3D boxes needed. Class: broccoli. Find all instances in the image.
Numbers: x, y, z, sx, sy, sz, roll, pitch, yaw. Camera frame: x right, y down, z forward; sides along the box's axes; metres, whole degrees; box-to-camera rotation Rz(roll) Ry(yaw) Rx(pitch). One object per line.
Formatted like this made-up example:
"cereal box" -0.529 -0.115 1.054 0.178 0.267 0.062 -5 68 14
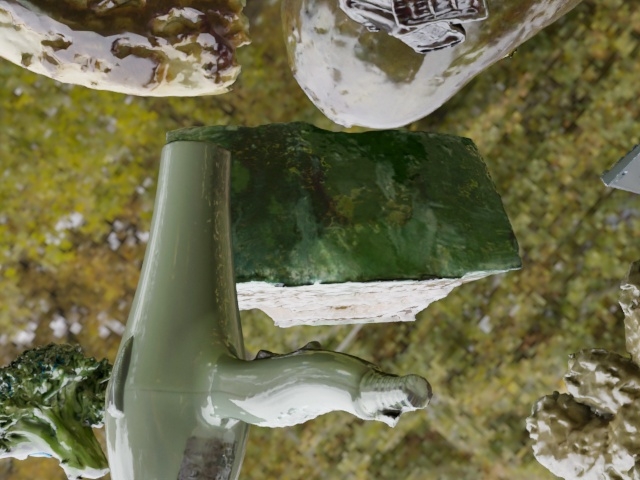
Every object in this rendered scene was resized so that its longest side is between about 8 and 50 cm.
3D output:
"broccoli" -0.283 0.190 1.397 0.160 0.154 0.167 58 -161 20

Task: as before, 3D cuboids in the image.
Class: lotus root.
"lotus root" 0.113 -0.272 1.353 0.250 0.346 0.250 43 -163 -16

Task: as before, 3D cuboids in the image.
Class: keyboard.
"keyboard" 0.301 -0.067 1.214 0.014 0.055 0.176 51 -161 17

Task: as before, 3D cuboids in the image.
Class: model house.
"model house" 0.090 -0.234 1.134 0.152 0.106 0.165 31 160 33

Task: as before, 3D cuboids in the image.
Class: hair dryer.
"hair dryer" -0.045 0.031 0.702 0.088 0.225 0.219 11 -125 -40

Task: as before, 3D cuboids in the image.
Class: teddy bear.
"teddy bear" 0.352 0.146 1.270 0.267 0.256 0.156 20 178 12

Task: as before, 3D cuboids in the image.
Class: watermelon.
"watermelon" 0.000 -0.016 1.113 0.264 0.151 0.302 -2 170 -13

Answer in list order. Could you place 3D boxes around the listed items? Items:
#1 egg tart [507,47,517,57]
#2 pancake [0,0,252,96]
"egg tart" 0.216 -0.268 1.727 0.052 0.130 0.130 61 -179 -37
"pancake" -0.163 -0.227 0.867 0.266 0.245 0.057 10 -172 -2
